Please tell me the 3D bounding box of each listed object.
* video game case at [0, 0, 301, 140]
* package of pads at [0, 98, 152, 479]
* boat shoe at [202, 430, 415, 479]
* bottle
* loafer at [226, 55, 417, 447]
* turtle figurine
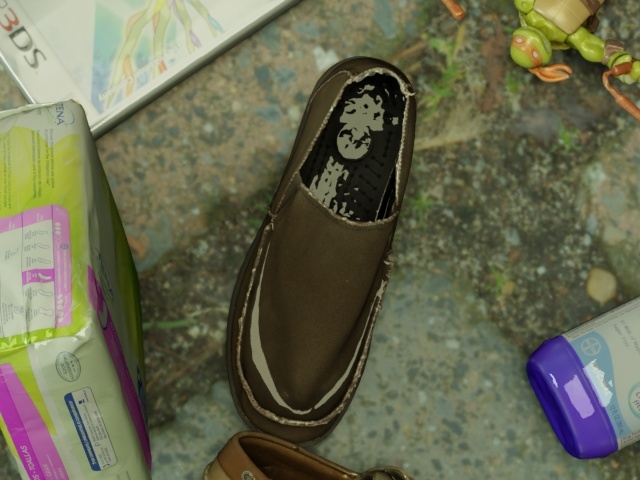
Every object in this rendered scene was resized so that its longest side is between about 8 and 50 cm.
[{"bbox_3d":[-0.185,-0.290,1.451,0.329,0.036,0.300,-35,87,-8],"label":"video game case"},{"bbox_3d":[-0.207,0.054,1.244,0.101,0.229,0.296,-12,41,0],"label":"package of pads"},{"bbox_3d":[0.046,0.258,1.337,0.324,0.123,0.116,20,117,-2],"label":"boat shoe"},{"bbox_3d":[0.332,0.093,1.410,0.283,0.092,0.118,-24,84,-7],"label":"bottle"},{"bbox_3d":[0.000,0.000,1.379,0.134,0.130,0.365,12,82,-3],"label":"loafer"},{"bbox_3d":[0.246,-0.223,1.449,0.269,0.087,0.217,36,74,10],"label":"turtle figurine"}]
